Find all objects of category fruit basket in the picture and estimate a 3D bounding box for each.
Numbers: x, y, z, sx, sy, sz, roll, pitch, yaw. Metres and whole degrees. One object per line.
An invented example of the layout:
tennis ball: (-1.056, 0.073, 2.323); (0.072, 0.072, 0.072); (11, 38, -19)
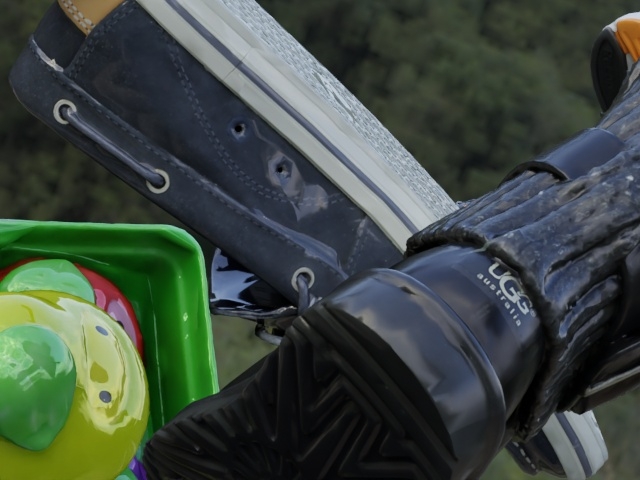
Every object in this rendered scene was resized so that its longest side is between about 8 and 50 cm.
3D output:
fruit basket: (-0.199, 0.142, 1.534); (0.283, 0.392, 0.392); (2, 21, -25)

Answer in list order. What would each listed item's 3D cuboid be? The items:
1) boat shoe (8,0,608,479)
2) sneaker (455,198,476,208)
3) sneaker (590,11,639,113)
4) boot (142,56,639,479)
boat shoe: (0.000, 0.000, 1.282); (0.500, 0.156, 0.187); (43, 10, -18)
sneaker: (0.119, -0.011, 1.793); (0.178, 0.077, 0.072); (17, 31, -31)
sneaker: (0.271, -0.071, 1.426); (0.099, 0.262, 0.121); (27, 50, 33)
boot: (0.074, 0.056, 0.962); (0.260, 0.348, 0.131); (-36, 87, -32)
